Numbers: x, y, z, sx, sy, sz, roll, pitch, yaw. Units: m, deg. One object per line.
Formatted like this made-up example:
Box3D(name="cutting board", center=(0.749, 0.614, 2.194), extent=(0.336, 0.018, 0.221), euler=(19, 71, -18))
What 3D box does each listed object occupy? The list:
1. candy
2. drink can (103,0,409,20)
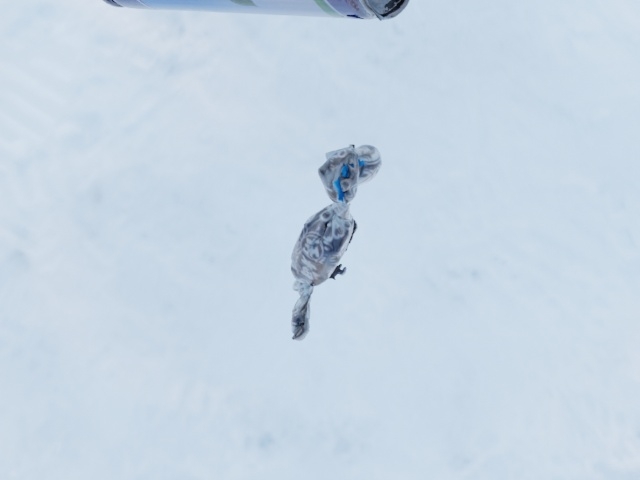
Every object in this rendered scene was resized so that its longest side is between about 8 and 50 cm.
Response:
Box3D(name="candy", center=(0.001, 0.000, 1.535), extent=(0.051, 0.094, 0.226), euler=(26, 138, 9))
Box3D(name="drink can", center=(-0.050, -0.208, 1.250), extent=(0.235, 0.097, 0.097), euler=(8, 113, 30))
